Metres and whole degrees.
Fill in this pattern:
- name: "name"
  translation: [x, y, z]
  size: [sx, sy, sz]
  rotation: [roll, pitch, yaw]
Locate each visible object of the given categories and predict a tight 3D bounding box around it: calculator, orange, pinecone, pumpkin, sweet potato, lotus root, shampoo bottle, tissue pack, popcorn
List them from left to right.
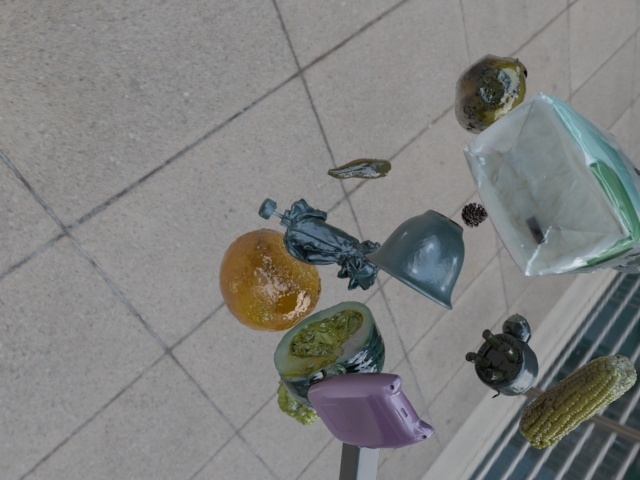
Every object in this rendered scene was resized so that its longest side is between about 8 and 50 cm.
- name: "orange"
  translation: [-0.172, 0.136, 1.585]
  size: [0.293, 0.341, 0.340]
  rotation: [-42, 139, 21]
- name: "popcorn"
  translation: [-0.048, 0.569, 1.819]
  size: [0.212, 0.259, 0.259]
  rotation: [-37, 132, -58]
- name: "pumpkin"
  translation: [0.044, 0.335, 1.320]
  size: [0.293, 0.263, 0.197]
  rotation: [-25, 114, 7]
- name: "shampoo bottle"
  translation: [0.104, 0.591, 1.308]
  size: [0.080, 0.079, 0.246]
  rotation: [-6, 109, -31]
- name: "calculator"
  translation: [0.087, 0.375, 1.062]
  size: [0.194, 0.294, 0.043]
  rotation: [57, 44, -10]
- name: "sweet potato"
  translation: [0.140, -0.238, 1.649]
  size: [0.243, 0.077, 0.077]
  rotation: [-10, 113, -29]
- name: "pinecone"
  translation: [0.595, -0.098, 1.888]
  size: [0.102, 0.109, 0.102]
  rotation: [0, 92, -6]
- name: "lotus root"
  translation: [0.442, -0.380, 1.295]
  size: [0.397, 0.179, 0.196]
  rotation: [-34, 142, -72]
- name: "tissue pack"
  translation: [0.441, -0.079, 0.856]
  size: [0.356, 0.194, 0.266]
  rotation: [1, 62, -46]

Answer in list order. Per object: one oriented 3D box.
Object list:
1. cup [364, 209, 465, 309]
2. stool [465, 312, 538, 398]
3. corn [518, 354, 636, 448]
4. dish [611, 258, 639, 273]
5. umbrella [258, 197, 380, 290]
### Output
- name: "cup"
  translation: [0.208, 0.022, 0.957]
  size: [0.199, 0.199, 0.150]
  rotation: [29, 94, -44]
- name: "stool"
  translation: [0.494, 0.310, 1.339]
  size: [0.139, 0.153, 0.228]
  rotation: [33, 51, -29]
- name: "corn"
  translation: [0.514, 0.333, 1.001]
  size: [0.097, 0.097, 0.320]
  rotation: [-21, 147, -35]
- name: "dish"
  translation: [0.906, 0.016, 1.416]
  size: [0.086, 0.236, 0.228]
  rotation: [-45, 167, -42]
- name: "umbrella"
  translation: [0.000, -0.001, 1.239]
  size: [0.348, 0.094, 0.143]
  rotation: [28, 57, -11]
